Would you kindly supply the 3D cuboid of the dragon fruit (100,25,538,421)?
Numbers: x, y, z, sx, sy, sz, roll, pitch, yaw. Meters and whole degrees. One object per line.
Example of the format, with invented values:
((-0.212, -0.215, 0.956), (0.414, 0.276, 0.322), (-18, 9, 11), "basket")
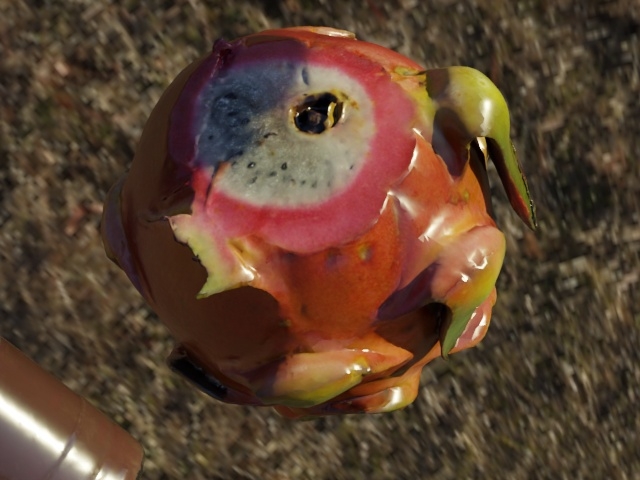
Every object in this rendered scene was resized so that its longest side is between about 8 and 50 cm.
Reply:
((0.000, -0.004, 0.997), (0.224, 0.227, 0.224), (-5, 69, 12), "dragon fruit")

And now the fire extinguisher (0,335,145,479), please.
((-0.177, 0.050, 0.702), (0.071, 0.231, 0.099), (-28, 31, 44), "fire extinguisher")
